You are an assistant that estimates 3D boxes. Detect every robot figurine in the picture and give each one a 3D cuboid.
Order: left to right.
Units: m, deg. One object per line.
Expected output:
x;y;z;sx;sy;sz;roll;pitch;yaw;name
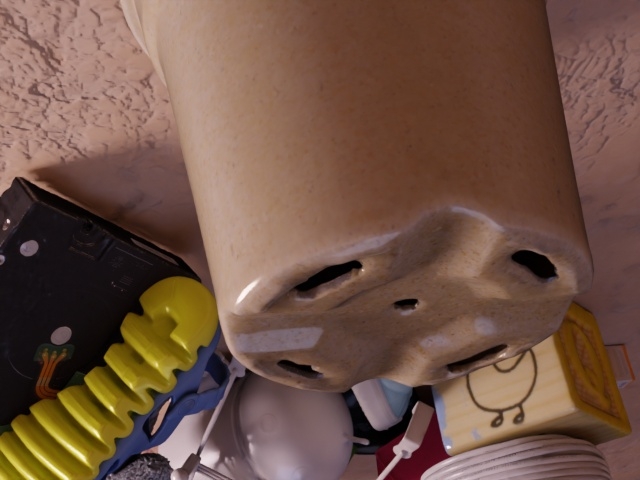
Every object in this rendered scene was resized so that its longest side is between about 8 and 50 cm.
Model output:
-0.096;0.298;1.284;0.353;0.200;0.300;-30;109;32;robot figurine

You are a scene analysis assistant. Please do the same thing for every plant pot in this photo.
0.031;-0.077;0.595;0.333;0.306;0.334;-6;149;-4;plant pot

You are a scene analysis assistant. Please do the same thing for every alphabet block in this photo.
0.284;0.197;1.227;0.197;0.192;0.193;-29;145;29;alphabet block

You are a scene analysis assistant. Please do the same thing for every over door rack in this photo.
-0.046;0.280;1.066;0.239;0.108;0.324;26;125;0;over door rack

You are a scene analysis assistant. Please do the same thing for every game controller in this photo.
0.091;0.298;1.485;0.166;0.067;0.319;-1;151;15;game controller

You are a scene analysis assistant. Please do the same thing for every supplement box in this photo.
0.442;0.204;1.399;0.098;0.062;0.036;-1;150;-11;supplement box

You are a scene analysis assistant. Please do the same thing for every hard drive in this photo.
-0.309;0.123;0.911;0.339;0.064;0.237;-54;138;4;hard drive

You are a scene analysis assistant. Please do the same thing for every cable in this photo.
0.266;0.344;1.195;0.257;0.089;0.257;-9;150;1;cable

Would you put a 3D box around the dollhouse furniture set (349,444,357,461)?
-0.016;0.344;1.514;0.151;0.059;0.076;30;157;9;dollhouse furniture set

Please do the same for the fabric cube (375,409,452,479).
0.264;0.416;1.454;0.259;0.254;0.258;-31;151;-12;fabric cube

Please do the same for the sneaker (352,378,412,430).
0.106;0.152;1.166;0.150;0.135;0.366;-23;156;1;sneaker

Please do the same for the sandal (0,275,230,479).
-0.206;0.190;0.915;0.317;0.126;0.138;-42;142;-6;sandal

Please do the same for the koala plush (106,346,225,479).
-0.248;0.185;1.119;0.196;0.203;0.221;29;114;-28;koala plush
